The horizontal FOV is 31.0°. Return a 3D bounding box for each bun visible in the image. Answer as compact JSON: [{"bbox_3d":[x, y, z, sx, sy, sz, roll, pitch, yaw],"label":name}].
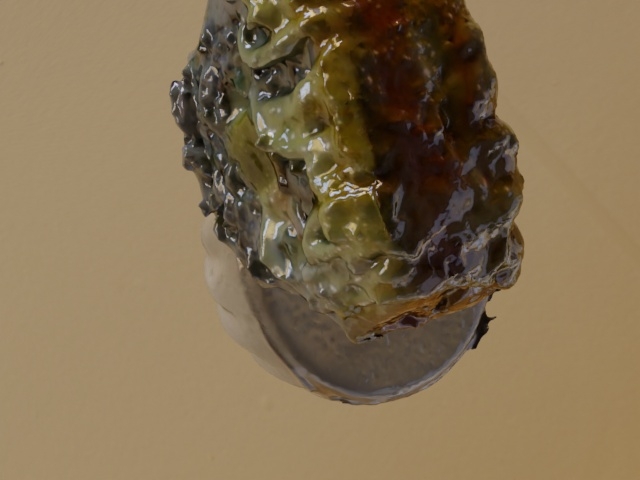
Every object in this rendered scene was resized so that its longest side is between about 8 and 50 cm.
[{"bbox_3d":[0.000,0.000,0.933,0.263,0.175,0.263,2,-93,-38],"label":"bun"}]

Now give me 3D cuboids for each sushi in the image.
[{"bbox_3d":[0.011,-0.077,0.663,0.139,0.184,0.274,-18,-82,-33],"label":"sushi"}]
